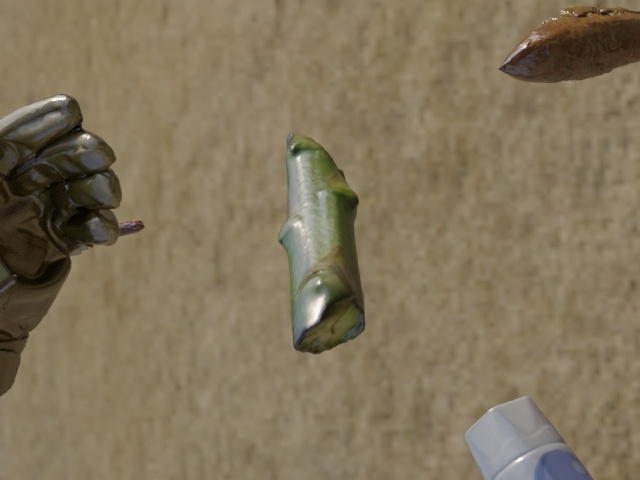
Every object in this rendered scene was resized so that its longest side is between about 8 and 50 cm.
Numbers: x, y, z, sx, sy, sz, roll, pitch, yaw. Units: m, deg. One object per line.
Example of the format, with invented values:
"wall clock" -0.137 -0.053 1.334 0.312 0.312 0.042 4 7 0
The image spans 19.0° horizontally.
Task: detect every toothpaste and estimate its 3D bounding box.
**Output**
"toothpaste" 0.241 0.298 1.593 0.125 0.080 0.371 -39 61 16

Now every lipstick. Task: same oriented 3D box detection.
"lipstick" -0.224 -0.004 1.859 0.025 0.107 0.025 82 175 -64

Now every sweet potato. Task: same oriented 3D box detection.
"sweet potato" 0.237 -0.171 1.625 0.060 0.206 0.068 -55 50 53

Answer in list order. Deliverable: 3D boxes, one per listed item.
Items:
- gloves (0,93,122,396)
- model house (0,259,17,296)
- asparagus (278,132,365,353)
"gloves" -0.278 -0.001 1.725 0.141 0.154 0.331 -99 32 -56
"model house" -0.235 0.032 1.146 0.057 0.083 0.058 51 139 -4
"asparagus" 0.000 -0.001 1.934 0.343 0.085 0.082 -94 13 -55
